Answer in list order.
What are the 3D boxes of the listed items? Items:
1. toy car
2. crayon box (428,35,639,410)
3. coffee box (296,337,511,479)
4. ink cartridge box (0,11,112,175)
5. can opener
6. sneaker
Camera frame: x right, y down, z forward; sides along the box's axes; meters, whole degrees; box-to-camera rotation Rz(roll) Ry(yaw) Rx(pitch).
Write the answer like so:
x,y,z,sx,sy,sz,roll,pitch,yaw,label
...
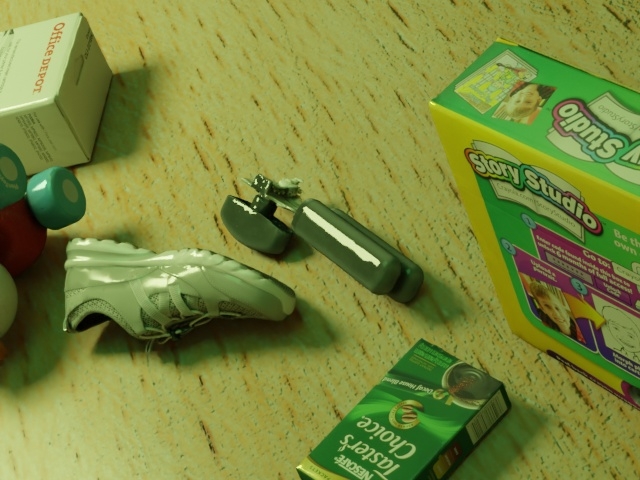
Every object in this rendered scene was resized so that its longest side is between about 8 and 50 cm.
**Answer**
x,y,z,sx,sy,sz,roll,pitch,yaw,label
-0.394,0.046,1.600,0.219,0.210,0.238,-21,69,23,toy car
0.282,0.024,1.165,0.106,0.313,0.363,-41,44,-18,crayon box
0.078,0.183,1.302,0.184,0.040,0.113,-43,45,-20,coffee box
-0.432,-0.180,1.863,0.273,0.114,0.197,-12,42,15,ink cartridge box
0.000,0.000,1.521,0.280,0.074,0.093,31,99,45,can opener
-0.156,0.070,1.513,0.281,0.105,0.115,5,79,27,sneaker
